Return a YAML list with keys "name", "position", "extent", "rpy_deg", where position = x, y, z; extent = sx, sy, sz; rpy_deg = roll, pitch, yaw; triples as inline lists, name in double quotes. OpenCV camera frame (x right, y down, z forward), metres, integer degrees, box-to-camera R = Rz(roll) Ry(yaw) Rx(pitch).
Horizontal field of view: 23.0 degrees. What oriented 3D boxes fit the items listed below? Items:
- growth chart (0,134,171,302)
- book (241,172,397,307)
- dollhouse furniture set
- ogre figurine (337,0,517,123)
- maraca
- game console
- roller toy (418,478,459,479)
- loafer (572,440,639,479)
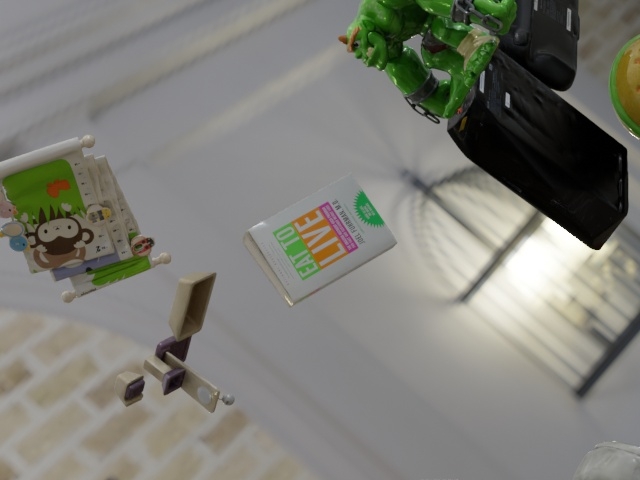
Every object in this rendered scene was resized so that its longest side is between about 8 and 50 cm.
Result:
- name: "growth chart"
  position: [-0.309, -0.024, 1.947]
  extent: [0.172, 0.021, 0.237]
  rpy_deg: [-26, -54, 1]
- name: "book"
  position: [0.000, 0.000, 1.735]
  extent: [0.144, 0.096, 0.035]
  rpy_deg: [-30, -10, -23]
- name: "dollhouse furniture set"
  position: [-0.109, 0.094, 1.334]
  extent: [0.091, 0.081, 0.114]
  rpy_deg: [-25, -39, -47]
- name: "ogre figurine"
  position: [0.082, -0.168, 1.275]
  extent: [0.097, 0.118, 0.197]
  rpy_deg: [-58, -2, -1]
- name: "maraca"
  position: [0.370, -0.169, 1.621]
  extent: [0.185, 0.127, 0.099]
  rpy_deg: [-44, -2, -28]
- name: "game console"
  position: [0.224, -0.172, 1.578]
  extent: [0.044, 0.213, 0.361]
  rpy_deg: [-34, 33, 38]
- name: "roller toy"
  position: [0.088, 0.329, 1.628]
  extent: [0.191, 0.146, 0.209]
  rpy_deg: [9, -31, -37]
- name: "loafer"
  position: [0.245, 0.265, 0.954]
  extent: [0.111, 0.319, 0.112]
  rpy_deg: [-39, 7, -22]
